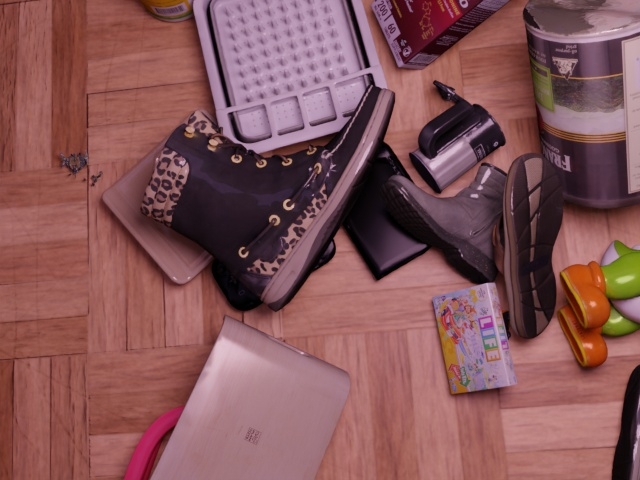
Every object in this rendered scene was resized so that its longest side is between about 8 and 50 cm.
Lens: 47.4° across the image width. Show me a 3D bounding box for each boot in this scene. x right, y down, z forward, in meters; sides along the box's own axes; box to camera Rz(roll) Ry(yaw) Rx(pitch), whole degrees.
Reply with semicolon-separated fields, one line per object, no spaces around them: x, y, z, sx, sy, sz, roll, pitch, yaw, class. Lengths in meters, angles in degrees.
0.526;0.312;1.049;0.178;0.085;0.237;11;80;7;boot
0.217;-0.060;1.129;0.246;0.083;0.161;39;75;-17;boot
-0.080;-0.116;1.118;0.284;0.138;0.377;31;98;7;boot

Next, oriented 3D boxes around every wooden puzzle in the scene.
-0.216;-0.076;1.238;0.238;0.044;0.221;-42;77;-7;wooden puzzle

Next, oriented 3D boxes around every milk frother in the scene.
0.199;-0.175;1.187;0.134;0.129;0.143;-37;34;-2;milk frother

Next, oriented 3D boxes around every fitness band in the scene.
-0.204;0.402;1.138;0.209;0.054;0.291;16;82;7;fitness band

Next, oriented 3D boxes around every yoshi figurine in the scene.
0.545;0.084;1.048;0.362;0.203;0.203;-18;93;1;yoshi figurine

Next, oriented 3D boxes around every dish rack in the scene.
-0.052;-0.316;1.247;0.285;0.072;0.333;-15;78;4;dish rack

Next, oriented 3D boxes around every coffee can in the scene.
0.406;-0.214;1.036;0.201;0.275;0.202;-13;36;10;coffee can

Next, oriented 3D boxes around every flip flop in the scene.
0.298;0.009;1.084;0.112;0.080;0.277;-15;109;-30;flip flop

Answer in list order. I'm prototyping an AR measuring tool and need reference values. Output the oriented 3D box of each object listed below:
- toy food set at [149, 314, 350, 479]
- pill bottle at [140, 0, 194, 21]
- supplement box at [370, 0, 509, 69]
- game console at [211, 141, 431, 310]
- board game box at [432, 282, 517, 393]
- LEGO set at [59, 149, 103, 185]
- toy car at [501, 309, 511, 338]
-0.109;0.291;1.092;0.219;0.092;0.306;27;73;-11;toy food set
-0.276;-0.482;1.216;0.136;0.246;0.136;-1;79;6;pill bottle
0.203;-0.393;1.162;0.239;0.073;0.130;-34;73;41;supplement box
0.000;0.000;1.193;0.361;0.044;0.213;-32;77;1;game console
0.234;0.151;1.115;0.103;0.026;0.154;-21;74;41;board game box
-0.421;-0.129;1.283;0.054;0.023;0.083;-37;90;1;LEGO set
0.301;0.111;1.149;0.122;0.060;0.040;-35;32;-17;toy car
